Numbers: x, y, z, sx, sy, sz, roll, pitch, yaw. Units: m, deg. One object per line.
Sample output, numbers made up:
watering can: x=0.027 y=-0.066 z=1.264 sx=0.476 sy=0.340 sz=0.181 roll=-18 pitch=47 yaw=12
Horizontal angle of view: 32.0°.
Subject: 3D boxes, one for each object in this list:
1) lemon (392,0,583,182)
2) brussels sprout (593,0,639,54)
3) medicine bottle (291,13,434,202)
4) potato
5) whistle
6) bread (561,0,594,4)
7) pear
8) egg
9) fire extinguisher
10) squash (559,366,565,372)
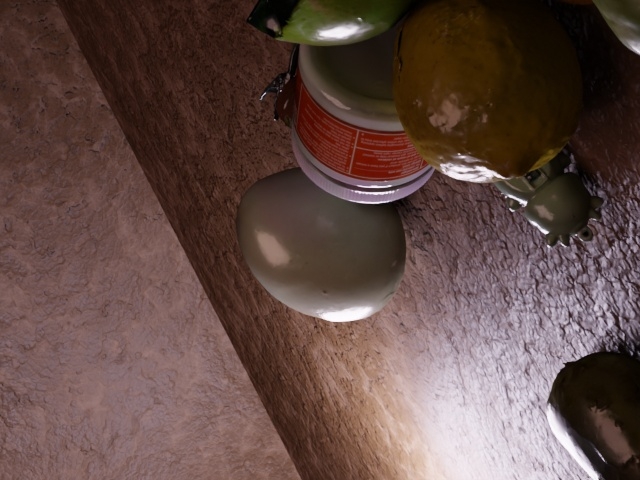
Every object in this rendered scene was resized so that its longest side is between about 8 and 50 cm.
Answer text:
lemon: x=0.216 y=-0.216 z=1.476 sx=0.253 sy=0.254 sz=0.310 roll=95 pitch=162 yaw=-56
brussels sprout: x=0.355 y=-0.292 z=0.995 sx=0.328 sy=0.328 sz=0.247 roll=61 pitch=156 yaw=-6
medicine bottle: x=0.084 y=-0.222 z=1.739 sx=0.252 sy=0.253 sz=0.241 roll=50 pitch=156 yaw=21
potato: x=0.477 y=0.299 z=1.689 sx=0.307 sy=0.173 sz=0.210 roll=51 pitch=149 yaw=13
whistle: x=0.309 y=-0.093 z=1.632 sx=0.253 sy=0.102 sz=0.105 roll=50 pitch=160 yaw=15
bread: x=0.267 y=-0.399 z=1.273 sx=0.269 sy=0.143 sz=0.195 roll=54 pitch=159 yaw=7
pear: x=0.078 y=-0.396 z=1.474 sx=0.165 sy=0.398 sz=0.399 roll=34 pitch=161 yaw=-11
egg: x=0.000 y=0.000 z=2.120 sx=0.345 sy=0.283 sz=0.283 roll=26 pitch=175 yaw=-30
fire extinguisher: x=0.034 y=-0.241 z=2.060 sx=0.376 sy=0.113 sz=0.200 roll=42 pitch=111 yaw=32
squash: x=0.470 y=0.294 z=1.832 sx=0.219 sy=0.068 sz=0.077 roll=48 pitch=123 yaw=22
